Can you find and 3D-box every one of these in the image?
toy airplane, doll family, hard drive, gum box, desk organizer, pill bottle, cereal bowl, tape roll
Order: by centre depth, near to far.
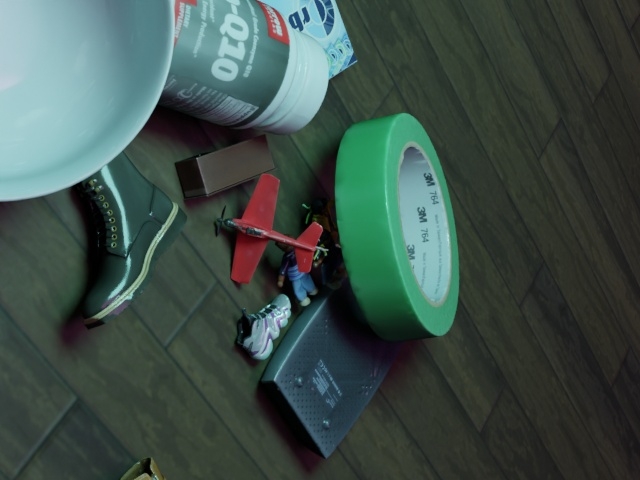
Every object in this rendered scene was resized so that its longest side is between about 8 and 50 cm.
[{"bbox_3d":[-0.324,-0.215,1.051,0.338,0.141,0.339,-8,107,-28],"label":"cereal bowl"},{"bbox_3d":[-0.131,-0.226,1.281,0.283,0.161,0.161,13,78,-46],"label":"pill bottle"},{"bbox_3d":[-0.121,-0.095,1.370,0.130,0.047,0.050,-26,104,-45],"label":"desk organizer"},{"bbox_3d":[-0.062,-0.004,1.379,0.028,0.151,0.151,-97,174,-79],"label":"toy airplane"},{"bbox_3d":[0.000,0.000,1.466,0.111,0.076,0.193,75,29,-42],"label":"doll family"},{"bbox_3d":[-0.036,-0.303,1.476,0.157,0.041,0.184,-39,116,-42],"label":"gum box"},{"bbox_3d":[0.021,0.160,1.503,0.255,0.054,0.172,-53,124,-36],"label":"hard drive"},{"bbox_3d":[0.116,-0.018,1.520,0.321,0.077,0.321,-9,90,-68],"label":"tape roll"}]

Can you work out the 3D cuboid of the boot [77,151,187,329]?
[{"bbox_3d":[-0.249,-0.010,1.217,0.137,0.076,0.198,52,40,-26],"label":"boot"}]

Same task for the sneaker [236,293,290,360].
[{"bbox_3d":[-0.080,0.102,1.408,0.069,0.038,0.098,44,57,-38],"label":"sneaker"}]

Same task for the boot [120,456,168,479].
[{"bbox_3d":[-0.195,0.347,1.207,0.197,0.072,0.152,-84,151,-77],"label":"boot"}]
